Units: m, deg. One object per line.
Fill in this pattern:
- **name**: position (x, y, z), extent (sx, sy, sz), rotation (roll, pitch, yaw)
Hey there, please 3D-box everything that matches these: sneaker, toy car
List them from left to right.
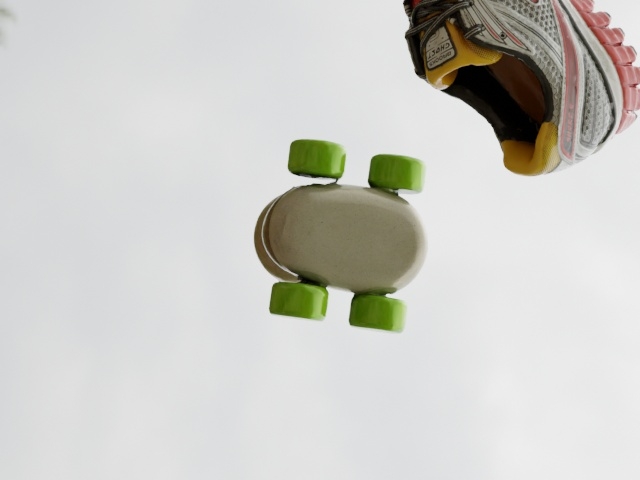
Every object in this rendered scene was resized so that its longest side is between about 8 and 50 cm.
- **toy car**: position (0.000, 0.000, 1.524), extent (0.188, 0.148, 0.155), rotation (173, -74, -70)
- **sneaker**: position (0.082, -0.134, 0.891), extent (0.225, 0.092, 0.088), rotation (52, -35, -4)
